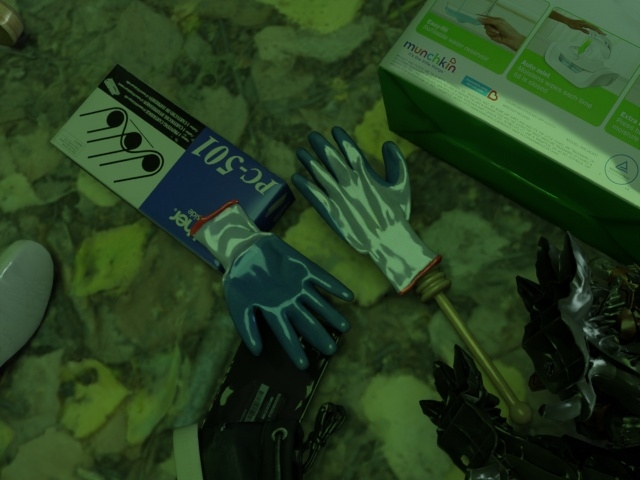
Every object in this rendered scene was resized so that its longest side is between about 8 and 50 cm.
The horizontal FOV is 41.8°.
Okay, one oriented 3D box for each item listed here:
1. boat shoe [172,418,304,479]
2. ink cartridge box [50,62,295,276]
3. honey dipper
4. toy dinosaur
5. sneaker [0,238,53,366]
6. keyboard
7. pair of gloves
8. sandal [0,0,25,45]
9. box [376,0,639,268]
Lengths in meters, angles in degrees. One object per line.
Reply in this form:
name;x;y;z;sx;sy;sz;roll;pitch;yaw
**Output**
boat shoe;-0.014;0.254;0.538;0.113;0.127;0.340;-14;39;-9
ink cartridge box;-0.133;-0.064;0.752;0.207;0.046;0.097;35;81;17
honey dipper;0.120;0.078;0.677;0.030;0.030;0.161;-33;72;-3
toy dinosaur;0.205;0.109;0.528;0.218;0.322;0.164;24;105;-12
sneaker;-0.315;0.086;0.722;0.094;0.080;0.212;21;78;26
keyboard;-0.037;0.146;0.684;0.108;0.023;0.180;20;77;21
pair of gloves;0.000;0.000;0.682;0.198;0.023;0.159;-38;77;-4
sandal;-0.416;-0.229;0.827;0.240;0.088;0.079;22;71;10
box;0.219;-0.144;0.682;0.262;0.127;0.231;32;79;17
